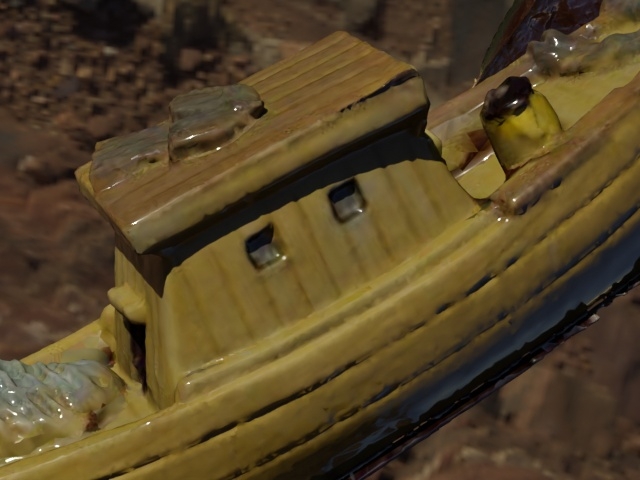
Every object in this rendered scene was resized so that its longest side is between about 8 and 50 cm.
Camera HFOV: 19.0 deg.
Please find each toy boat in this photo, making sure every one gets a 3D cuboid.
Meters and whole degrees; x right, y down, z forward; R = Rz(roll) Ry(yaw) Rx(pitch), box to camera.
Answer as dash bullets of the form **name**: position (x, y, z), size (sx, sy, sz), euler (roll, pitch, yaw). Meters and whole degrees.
- **toy boat**: position (0.000, 0.000, 0.604), size (0.321, 0.089, 0.121), euler (-31, 115, -10)

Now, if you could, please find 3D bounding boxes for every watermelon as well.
- **watermelon**: position (0.143, -0.146, 1.197), size (0.087, 0.069, 0.163), euler (21, 110, -40)
